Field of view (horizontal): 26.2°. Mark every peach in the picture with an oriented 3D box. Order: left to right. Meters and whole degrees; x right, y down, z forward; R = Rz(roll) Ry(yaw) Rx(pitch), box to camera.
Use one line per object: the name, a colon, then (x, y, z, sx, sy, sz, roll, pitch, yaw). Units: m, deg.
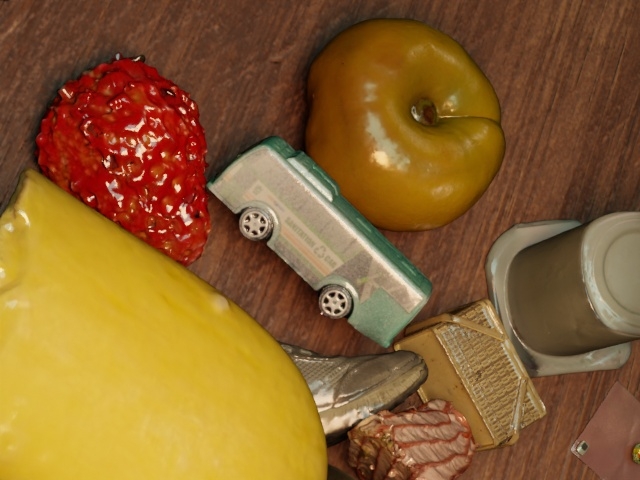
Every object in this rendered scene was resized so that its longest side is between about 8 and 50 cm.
peach: (0.097, -0.131, 1.558, 0.251, 0.153, 0.251, 7, 77, -33)

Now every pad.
pad: (0.397, 0.271, 1.662, 0.188, 0.006, 0.113, 43, 66, -8)

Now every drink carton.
drink carton: (0.309, 0.051, 1.581, 0.185, 0.189, 0.191, -3, 79, -17)

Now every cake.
cake: (0.096, 0.212, 1.403, 0.135, 0.287, 0.098, -31, 81, -3)

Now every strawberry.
strawberry: (-0.184, -0.083, 1.450, 0.190, 0.111, 0.236, -29, 91, -27)

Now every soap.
soap: (-0.156, 0.152, 1.218, 0.427, 0.115, 0.306, 41, 42, -26)

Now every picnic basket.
picnic basket: (0.166, 0.153, 1.535, 0.079, 0.115, 0.164, -28, 90, -27)

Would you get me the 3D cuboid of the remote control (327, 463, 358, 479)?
remote control: (0.055, 0.279, 1.372, 0.123, 0.285, 0.038, 39, 82, -6)

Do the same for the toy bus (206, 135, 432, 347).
toy bus: (0.000, 0.000, 1.477, 0.262, 0.091, 0.109, 44, 105, -3)

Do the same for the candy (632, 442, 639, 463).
candy: (0.402, 0.239, 1.659, 0.025, 0.023, 0.083, 43, 56, 9)

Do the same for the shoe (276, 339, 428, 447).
shoe: (-0.057, 0.151, 1.452, 0.336, 0.132, 0.171, -20, 77, -21)
